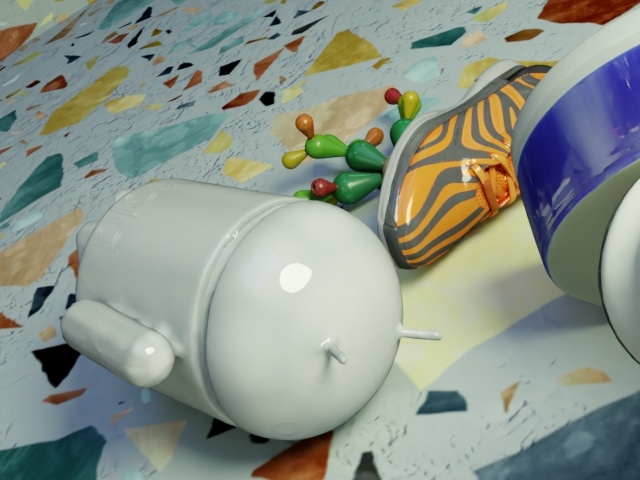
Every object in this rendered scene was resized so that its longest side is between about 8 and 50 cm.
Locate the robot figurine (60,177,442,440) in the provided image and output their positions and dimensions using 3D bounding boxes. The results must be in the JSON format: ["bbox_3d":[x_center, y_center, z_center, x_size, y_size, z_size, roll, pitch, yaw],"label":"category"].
[{"bbox_3d":[-0.075,0.054,0.740,0.354,0.199,0.300,11,23,40],"label":"robot figurine"}]

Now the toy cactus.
[{"bbox_3d":[0.067,-0.100,0.958,0.181,0.112,0.219,27,51,37],"label":"toy cactus"}]

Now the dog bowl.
[{"bbox_3d":[0.278,-0.055,0.603,0.265,0.265,0.104,-15,57,14],"label":"dog bowl"}]

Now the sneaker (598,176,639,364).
[{"bbox_3d":[0.353,0.068,0.300,0.448,0.169,0.257,16,-1,-1],"label":"sneaker"}]

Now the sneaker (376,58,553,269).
[{"bbox_3d":[0.197,-0.085,0.823,0.180,0.124,0.321,11,48,41],"label":"sneaker"}]
